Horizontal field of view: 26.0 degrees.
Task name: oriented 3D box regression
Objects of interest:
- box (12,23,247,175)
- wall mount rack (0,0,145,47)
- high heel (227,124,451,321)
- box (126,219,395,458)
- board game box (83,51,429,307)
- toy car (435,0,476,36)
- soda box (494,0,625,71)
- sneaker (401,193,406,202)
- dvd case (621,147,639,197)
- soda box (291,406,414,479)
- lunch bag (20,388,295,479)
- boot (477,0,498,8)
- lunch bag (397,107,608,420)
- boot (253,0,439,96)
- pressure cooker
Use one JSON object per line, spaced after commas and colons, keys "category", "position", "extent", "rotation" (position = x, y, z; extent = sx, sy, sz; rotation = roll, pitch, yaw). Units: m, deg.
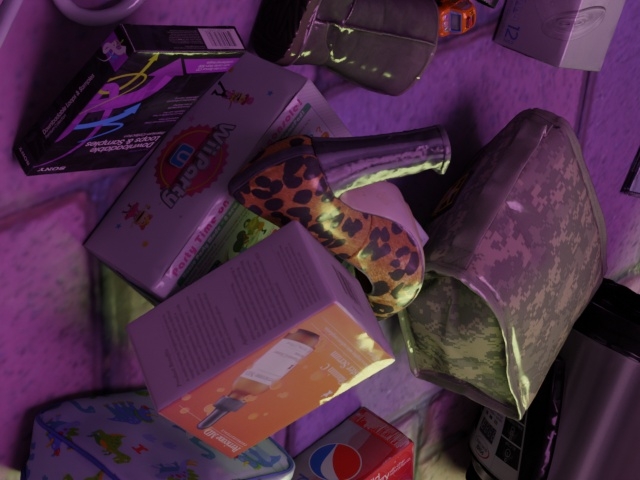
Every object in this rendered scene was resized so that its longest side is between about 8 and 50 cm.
{"category": "box", "position": [-0.146, -0.106, 1.056], "extent": [0.116, 0.029, 0.162], "rotation": [-10, 157, -48]}
{"category": "wall mount rack", "position": [-0.164, -0.263, 0.907], "extent": [0.304, 0.130, 0.350], "rotation": [-35, 137, -32]}
{"category": "high heel", "position": [0.000, 0.000, 1.214], "extent": [0.186, 0.093, 0.261], "rotation": [-9, 143, -17]}
{"category": "box", "position": [-0.048, 0.085, 1.144], "extent": [0.170, 0.091, 0.130], "rotation": [-33, 145, 10]}
{"category": "board game box", "position": [-0.046, 0.001, 1.275], "extent": [0.224, 0.097, 0.303], "rotation": [-54, 146, -10]}
{"category": "toy car", "position": [0.143, -0.259, 1.381], "extent": [0.060, 0.040, 0.122], "rotation": [-17, 127, -45]}
{"category": "soda box", "position": [0.286, -0.328, 1.471], "extent": [0.098, 0.091, 0.286], "rotation": [-3, 115, -51]}
{"category": "sneaker", "position": [0.050, 0.006, 1.450], "extent": [0.051, 0.070, 0.134], "rotation": [61, 34, -47]}
{"category": "dvd case", "position": [0.460, -0.115, 1.912], "extent": [0.087, 0.013, 0.119], "rotation": [8, 108, -54]}
{"category": "soda box", "position": [-0.010, 0.300, 1.543], "extent": [0.263, 0.083, 0.092], "rotation": [-32, 136, -35]}
{"category": "lunch bag", "position": [-0.140, 0.208, 1.228], "extent": [0.219, 0.176, 0.090], "rotation": [-3, 115, -52]}
{"category": "boot", "position": [0.150, -0.290, 1.338], "extent": [0.121, 0.045, 0.099], "rotation": [23, 97, -29]}
{"category": "lunch bag", "position": [0.195, 0.018, 1.516], "extent": [0.235, 0.169, 0.287], "rotation": [-55, 151, -25]}
{"category": "boot", "position": [0.047, -0.222, 1.255], "extent": [0.208, 0.076, 0.189], "rotation": [4, 123, -46]}
{"category": "pressure cooker", "position": [0.388, 0.292, 1.791], "extent": [0.370, 0.375, 0.420], "rotation": [4, 110, -56]}
